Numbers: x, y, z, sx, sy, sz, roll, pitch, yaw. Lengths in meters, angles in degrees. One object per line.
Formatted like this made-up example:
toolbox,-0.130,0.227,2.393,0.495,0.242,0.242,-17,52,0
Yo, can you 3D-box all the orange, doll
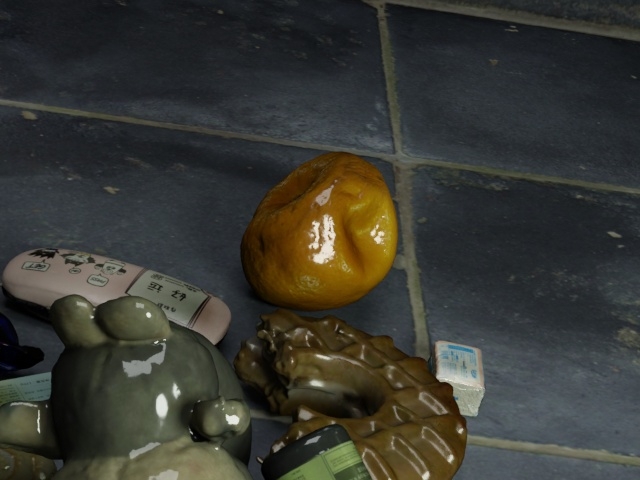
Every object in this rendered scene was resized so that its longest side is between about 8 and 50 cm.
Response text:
orange,0.000,0.000,2.043,0.249,0.183,0.249,-34,16,11
doll,-0.134,0.249,1.432,0.252,0.382,0.379,-13,-13,28

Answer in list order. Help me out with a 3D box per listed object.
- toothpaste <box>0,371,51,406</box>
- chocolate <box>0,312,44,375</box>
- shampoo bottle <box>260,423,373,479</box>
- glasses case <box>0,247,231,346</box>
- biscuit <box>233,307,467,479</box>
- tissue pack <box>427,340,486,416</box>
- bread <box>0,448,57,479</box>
toothpaste,-0.317,0.200,1.700,0.313,0.071,0.089,-9,32,-30
chocolate,-0.504,0.087,1.798,0.343,0.126,0.148,15,-12,2
shampoo bottle,0.043,0.332,1.474,0.101,0.101,0.284,-18,75,-41
glasses case,-0.273,0.080,1.917,0.314,0.075,0.122,16,33,10
biscuit,0.038,0.217,1.724,0.268,0.115,0.366,12,28,-12
tissue pack,0.177,0.182,1.902,0.074,0.058,0.094,11,30,-3
bread,-0.338,0.284,1.468,0.134,0.141,0.148,8,30,-3
